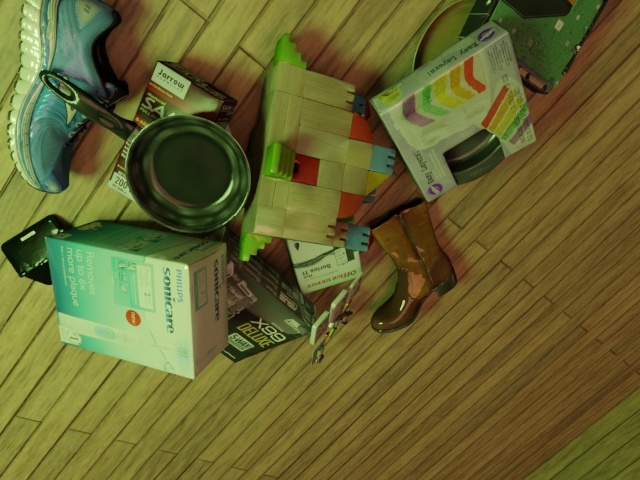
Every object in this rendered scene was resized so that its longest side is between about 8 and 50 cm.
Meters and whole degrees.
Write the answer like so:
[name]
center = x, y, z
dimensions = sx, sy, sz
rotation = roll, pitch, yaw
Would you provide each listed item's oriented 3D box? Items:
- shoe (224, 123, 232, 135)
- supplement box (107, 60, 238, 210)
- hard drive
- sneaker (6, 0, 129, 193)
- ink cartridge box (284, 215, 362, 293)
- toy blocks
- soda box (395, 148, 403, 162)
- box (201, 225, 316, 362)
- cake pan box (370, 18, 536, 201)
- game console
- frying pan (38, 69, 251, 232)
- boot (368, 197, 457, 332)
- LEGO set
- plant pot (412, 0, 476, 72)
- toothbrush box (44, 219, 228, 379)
[shoe]
center = -0.199, -0.146, 0.863
dimensions = 0.081, 0.063, 0.178
rotation = -17, 129, -14
[supplement box]
center = -0.258, -0.168, 0.796
dimensions = 0.130, 0.073, 0.240
rotation = 31, 110, 0
[hard drive]
center = 0.425, -0.473, 0.832
dimensions = 0.236, 0.064, 0.339
rotation = 18, 106, -28
[sneaker]
center = -0.387, -0.218, 0.720
dimensions = 0.147, 0.130, 0.330
rotation = 13, 116, -22
[ink cartridge box]
center = 0.000, 0.000, 1.006
dimensions = 0.152, 0.087, 0.209
rotation = -17, 126, -6
[toy blocks]
center = 0.012, -0.136, 0.840
dimensions = 0.260, 0.190, 0.382
rotation = 9, 88, -23
[soda box]
center = 0.253, -0.211, 0.969
dimensions = 0.181, 0.061, 0.058
rotation = -12, 124, -10
[box]
center = -0.192, 0.131, 0.988
dimensions = 0.242, 0.077, 0.307
rotation = -25, 128, 25
[cake pan box]
center = 0.257, -0.222, 0.861
dimensions = 0.245, 0.070, 0.267
rotation = -28, 134, 13
[game console]
center = -0.528, 0.021, 0.897
dimensions = 0.122, 0.071, 0.107
rotation = -31, 95, 2
[frying pan]
center = -0.272, -0.123, 0.730
dimensions = 0.325, 0.053, 0.197
rotation = 16, 114, -12
[boot]
center = 0.188, 0.071, 1.107
dimensions = 0.264, 0.096, 0.280
rotation = -32, 124, 4
[LEGO set]
center = 0.018, 0.186, 1.056
dimensions = 0.182, 0.060, 0.244
rotation = -46, 157, -33
[plant pot]
center = 0.285, -0.354, 0.908
dimensions = 0.236, 0.032, 0.237
rotation = -9, 124, -13
[toothbrush box]
center = -0.325, 0.098, 0.834
dimensions = 0.295, 0.126, 0.217
rotation = 10, 110, 16
